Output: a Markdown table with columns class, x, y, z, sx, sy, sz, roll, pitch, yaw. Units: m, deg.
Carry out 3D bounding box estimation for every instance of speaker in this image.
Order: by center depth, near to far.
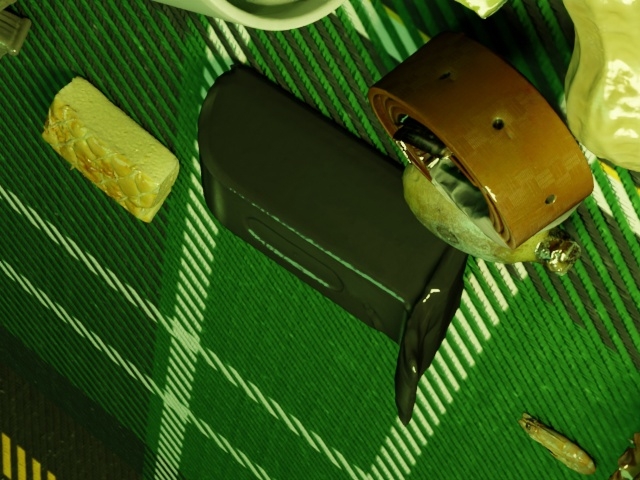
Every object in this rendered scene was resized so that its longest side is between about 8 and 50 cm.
| class | x | y | z | sx | sy | sz | roll | pitch | yaw |
| --- | --- | --- | --- | --- | --- | --- | --- | --- | --- |
| speaker | 0.000 | 0.000 | 1.669 | 0.388 | 0.184 | 0.180 | 34 | 154 | 19 |

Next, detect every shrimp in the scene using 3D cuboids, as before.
| class | x | y | z | sx | sy | sz | roll | pitch | yaw |
| --- | --- | --- | --- | --- | --- | --- | --- | --- | --- |
| shrimp | 0.282 | 0.248 | 1.843 | 0.108 | 0.023 | 0.059 | 34 | 162 | 18 |

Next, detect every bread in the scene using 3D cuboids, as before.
| class | x | y | z | sx | sy | sz | roll | pitch | yaw |
| --- | --- | --- | --- | --- | --- | --- | --- | --- | --- |
| bread | -0.274 | -0.117 | 2.009 | 0.188 | 0.068 | 0.125 | 41 | 154 | 4 |

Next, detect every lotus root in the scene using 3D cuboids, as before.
| class | x | y | z | sx | sy | sz | roll | pitch | yaw |
| --- | --- | --- | --- | --- | --- | --- | --- | --- | --- |
| lotus root | 0.167 | -0.026 | 1.491 | 0.192 | 0.088 | 0.113 | 31 | -168 | 29 |

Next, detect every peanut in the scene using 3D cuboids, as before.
| class | x | y | z | sx | sy | sz | roll | pitch | yaw |
| --- | --- | --- | --- | --- | --- | --- | --- | --- | --- |
| peanut | 0.233 | -0.148 | 1.173 | 0.111 | 0.125 | 0.274 | 24 | 149 | 34 |

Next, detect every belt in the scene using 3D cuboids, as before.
| class | x | y | z | sx | sy | sz | roll | pitch | yaw |
| --- | --- | --- | --- | --- | --- | --- | --- | --- | --- |
| belt | 0.140 | -0.087 | 1.340 | 0.184 | 0.105 | 0.261 | 52 | 175 | -16 |

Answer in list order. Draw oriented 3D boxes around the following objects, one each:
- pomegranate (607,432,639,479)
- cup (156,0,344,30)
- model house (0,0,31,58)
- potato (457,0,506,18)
| class | x | y | z | sx | sy | sz | roll | pitch | yaw |
| --- | --- | --- | --- | --- | --- | --- | --- | --- | --- |
| pomegranate | 0.401 | 0.310 | 1.470 | 0.319 | 0.319 | 0.319 | 33 | 153 | 19 |
| cup | -0.083 | -0.309 | 1.284 | 0.274 | 0.259 | 0.357 | 21 | 178 | 39 |
| model house | -0.457 | -0.312 | 1.919 | 0.188 | 0.122 | 0.229 | 14 | 159 | 24 |
| potato | 0.103 | -0.273 | 1.225 | 0.119 | 0.054 | 0.198 | -27 | 121 | 19 |
